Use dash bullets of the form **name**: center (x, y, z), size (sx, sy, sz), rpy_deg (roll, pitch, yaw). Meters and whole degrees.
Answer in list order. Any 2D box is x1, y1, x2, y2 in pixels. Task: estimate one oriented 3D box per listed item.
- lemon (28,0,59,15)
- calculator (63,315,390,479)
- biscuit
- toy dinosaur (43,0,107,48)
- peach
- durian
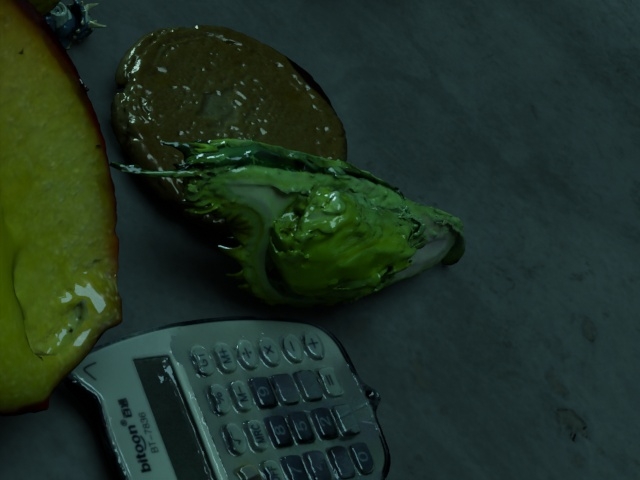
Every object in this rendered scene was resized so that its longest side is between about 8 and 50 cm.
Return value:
- **lemon**: center (-0.306, -0.283, 1.236), size (0.260, 0.260, 0.284), rpy_deg (10, 55, -22)
- **calculator**: center (-0.061, 0.139, 1.208), size (0.268, 0.040, 0.177), rpy_deg (-6, 61, -33)
- **biscuit**: center (-0.078, -0.093, 1.363), size (0.226, 0.042, 0.226), rpy_deg (14, 54, -20)
- **toy dinosaur**: center (-0.226, -0.188, 1.344), size (0.083, 0.047, 0.031), rpy_deg (-4, 62, -32)
- **peach**: center (-0.270, -0.037, 1.060), size (0.338, 0.281, 0.281), rpy_deg (49, 49, 8)
- **durian**: center (-0.003, -0.006, 1.268), size (0.375, 0.132, 0.107), rpy_deg (14, 67, -45)
